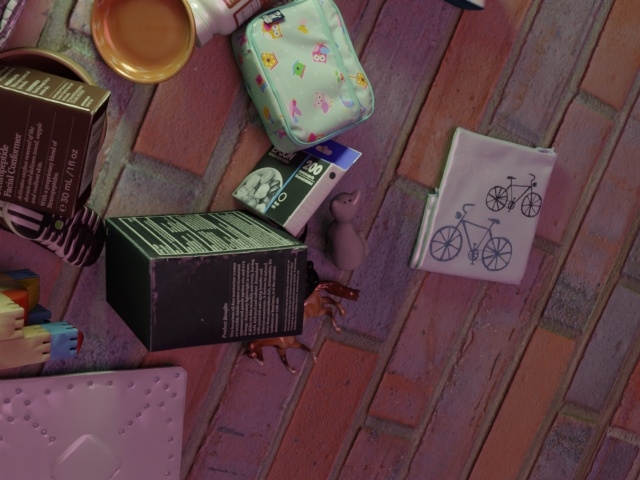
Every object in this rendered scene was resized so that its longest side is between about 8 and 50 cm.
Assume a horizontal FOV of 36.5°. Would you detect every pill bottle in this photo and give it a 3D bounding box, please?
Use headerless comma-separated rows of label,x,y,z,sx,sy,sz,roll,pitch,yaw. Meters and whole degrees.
pill bottle,-0.168,-0.455,1.770,0.216,0.121,0.121,-42,119,-12

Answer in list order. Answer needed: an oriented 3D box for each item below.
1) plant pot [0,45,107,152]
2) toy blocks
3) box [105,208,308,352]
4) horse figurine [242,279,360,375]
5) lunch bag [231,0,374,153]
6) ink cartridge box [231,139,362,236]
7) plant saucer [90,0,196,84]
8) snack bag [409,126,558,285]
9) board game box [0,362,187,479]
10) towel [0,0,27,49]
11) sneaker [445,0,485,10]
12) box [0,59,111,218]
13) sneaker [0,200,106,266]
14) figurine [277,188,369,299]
plant pot,-0.478,-0.221,1.656,0.237,0.110,0.237,-1,113,-1
toy blocks,-0.569,0.119,1.610,0.260,0.381,0.191,-7,109,-42
box,-0.220,0.065,1.791,0.294,0.296,0.183,-3,106,-26
horse figurine,-0.036,0.175,2.055,0.263,0.066,0.174,-50,126,-5
lunch bag,-0.028,-0.326,1.848,0.224,0.108,0.279,-26,99,-25
ink cartridge box,-0.049,-0.128,1.879,0.208,0.206,0.045,-51,129,-8
plant saucer,-0.309,-0.377,1.710,0.199,0.037,0.200,6,113,14
snack bag,0.377,-0.074,2.221,0.323,0.037,0.343,9,100,-30
board game box,-0.467,0.437,1.907,0.389,0.050,0.390,-1,104,-28
towel,-0.509,-0.440,1.530,0.121,0.235,0.284,26,91,-25
sneaker,0.259,-0.555,1.998,0.228,0.087,0.092,17,88,-38
box,-0.546,-0.188,1.537,0.381,0.143,0.191,15,113,-5
sneaker,-0.509,-0.042,1.724,0.106,0.162,0.281,-68,157,-11
figurine,0.000,0.000,1.954,0.214,0.092,0.209,-30,148,-18
